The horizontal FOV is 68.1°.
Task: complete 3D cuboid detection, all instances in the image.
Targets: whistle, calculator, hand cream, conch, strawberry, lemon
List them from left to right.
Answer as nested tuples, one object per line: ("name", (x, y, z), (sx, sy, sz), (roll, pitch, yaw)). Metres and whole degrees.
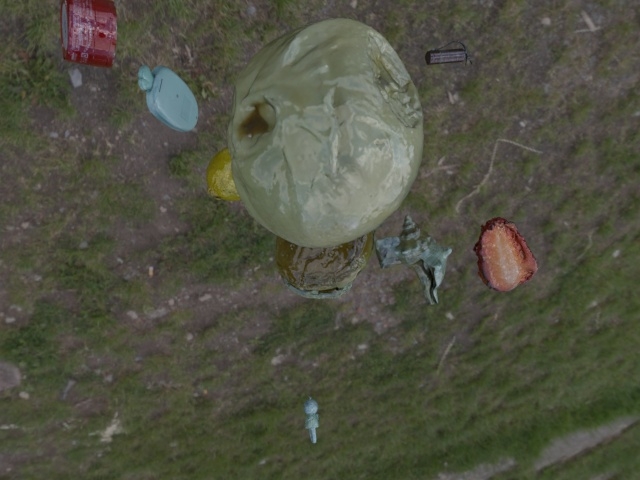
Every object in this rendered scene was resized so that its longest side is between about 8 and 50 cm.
("hand cream", (-0.763, -0.688, 1.553), (0.149, 0.230, 0.230), (-3, 131, -36))
("calculator", (-0.510, -0.483, 1.610), (0.042, 0.184, 0.295), (1, 166, 22))
("lemon", (-0.294, -0.218, 1.579), (0.206, 0.173, 0.173), (-50, 136, -16))
("whistle", (-0.020, 0.408, 1.079), (0.035, 0.100, 0.035), (-6, 165, -2))
("conch", (0.267, 0.040, 1.169), (0.114, 0.137, 0.234), (-41, 93, -15))
("strawberry", (0.388, 0.022, 1.013), (0.121, 0.082, 0.188), (-20, 118, 5))

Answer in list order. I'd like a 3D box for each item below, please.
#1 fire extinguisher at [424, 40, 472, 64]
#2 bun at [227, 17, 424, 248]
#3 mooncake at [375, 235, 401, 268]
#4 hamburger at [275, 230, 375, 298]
("fire extinguisher", (0.418, -0.606, 1.535), (0.157, 0.045, 0.078), (-9, 101, -12))
("bun", (-0.027, -0.170, 0.735), (0.202, 0.364, 0.364), (8, 128, -49))
("mooncake", (0.297, 0.049, 1.974), (0.130, 0.125, 0.073), (-12, 164, -5))
("hamburger", (0.002, 0.001, 1.197), (0.266, 0.284, 0.134), (0, 166, 16))
